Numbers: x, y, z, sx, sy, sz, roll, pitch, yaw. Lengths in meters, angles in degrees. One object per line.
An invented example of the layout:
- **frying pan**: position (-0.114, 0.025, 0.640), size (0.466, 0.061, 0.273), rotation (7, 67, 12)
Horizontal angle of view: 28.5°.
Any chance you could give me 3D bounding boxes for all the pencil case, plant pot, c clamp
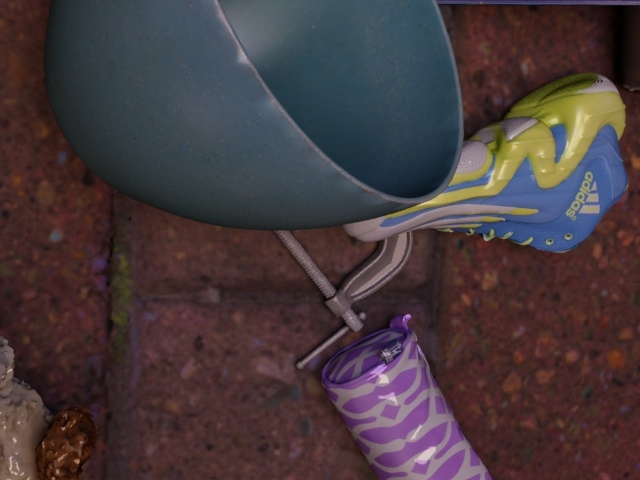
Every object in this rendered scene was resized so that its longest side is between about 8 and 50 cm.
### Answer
- **pencil case**: position (0.080, 0.160, 0.990), size (0.088, 0.086, 0.206), rotation (-39, 110, -31)
- **plant pot**: position (-0.065, -0.124, 0.825), size (0.195, 0.290, 0.290), rotation (-24, 108, 30)
- **c clamp**: position (0.000, 0.000, 0.969), size (0.137, 0.022, 0.161), rotation (-34, 105, -5)

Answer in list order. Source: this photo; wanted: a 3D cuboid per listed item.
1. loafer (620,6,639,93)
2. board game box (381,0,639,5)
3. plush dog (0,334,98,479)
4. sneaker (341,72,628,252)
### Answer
- **loafer**: position (0.286, -0.155, 0.940), size (0.130, 0.134, 0.366), rotation (-31, 105, -5)
- **board game box**: position (0.141, -0.234, 0.889), size (0.201, 0.035, 0.136), rotation (6, 102, 24)
- **plush dog**: position (-0.281, 0.114, 0.875), size (0.262, 0.211, 0.225), rotation (-16, 121, 20)
- **sneaker**: position (0.138, -0.028, 0.956), size (0.240, 0.091, 0.126), rotation (-26, 106, -8)
